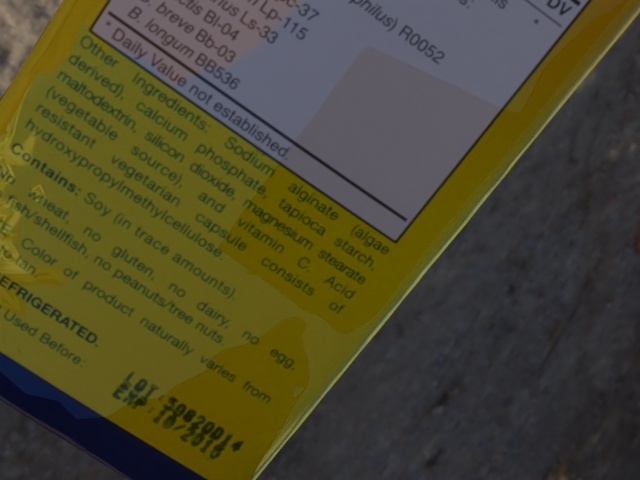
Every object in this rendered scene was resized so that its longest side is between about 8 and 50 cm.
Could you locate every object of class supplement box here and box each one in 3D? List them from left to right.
[{"bbox_3d":[-0.023,-0.077,0.576,0.356,0.194,0.195,-52,-169,17],"label":"supplement box"}]
